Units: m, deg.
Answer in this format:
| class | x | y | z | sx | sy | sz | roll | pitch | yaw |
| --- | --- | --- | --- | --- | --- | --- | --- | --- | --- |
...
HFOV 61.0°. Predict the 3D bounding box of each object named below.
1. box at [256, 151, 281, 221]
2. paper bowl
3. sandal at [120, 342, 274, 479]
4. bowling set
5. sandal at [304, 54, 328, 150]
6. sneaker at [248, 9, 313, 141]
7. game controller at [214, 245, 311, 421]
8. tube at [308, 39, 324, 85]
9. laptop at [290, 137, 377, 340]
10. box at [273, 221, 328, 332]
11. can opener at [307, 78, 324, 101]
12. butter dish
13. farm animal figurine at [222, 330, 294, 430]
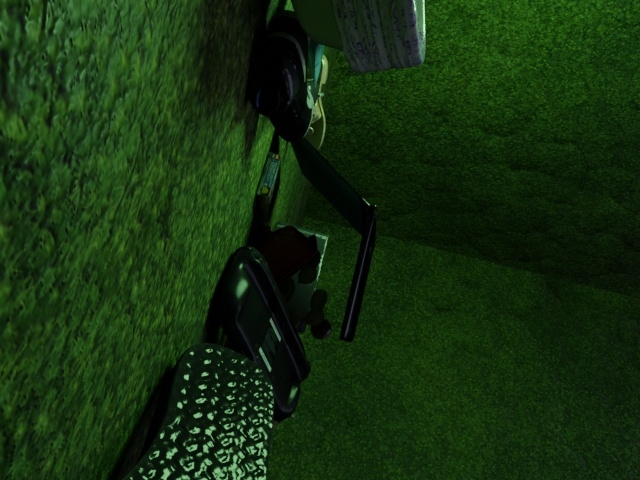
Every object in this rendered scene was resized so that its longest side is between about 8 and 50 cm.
| class | x | y | z | sx | sy | sz | roll | pitch | yaw |
| --- | --- | --- | --- | --- | --- | --- | --- | --- | --- |
| box | -0.104 | -0.106 | 1.104 | 0.137 | 0.027 | 0.094 | 105 | -1 | -72 |
| paper bowl | 0.044 | -0.349 | 0.654 | 0.284 | 0.148 | 0.284 | -2 | 90 | -75 |
| sandal | -0.130 | 0.261 | 0.507 | 0.107 | 0.168 | 0.446 | -58 | -174 | 18 |
| bowling set | -0.045 | 0.179 | 1.296 | 0.287 | 0.200 | 0.154 | -47 | -170 | 22 |
| sandal | -0.039 | -0.333 | 1.327 | 0.079 | 0.088 | 0.240 | -25 | 129 | -49 |
| sneaker | -0.061 | -0.195 | 0.763 | 0.217 | 0.079 | 0.121 | 90 | 14 | -54 |
| game controller | -0.097 | 0.168 | 0.954 | 0.166 | 0.067 | 0.319 | -62 | 141 | -47 |
| tube | -0.008 | -0.337 | 0.810 | 0.080 | 0.052 | 0.207 | 81 | 6 | -65 |
| laptop | 0.000 | 0.000 | 1.216 | 0.382 | 0.236 | 0.407 | 63 | 40 | -77 |
| box | -0.088 | 0.107 | 1.584 | 0.143 | 0.165 | 0.270 | 105 | -2 | -61 |
| can opener | -0.039 | -0.269 | 1.034 | 0.280 | 0.074 | 0.093 | -76 | 178 | -77 |
| butter dish | -0.096 | 0.019 | 1.237 | 0.160 | 0.118 | 0.160 | -36 | -164 | 8 |
| farm animal figurine | -0.132 | 0.317 | 1.173 | 0.330 | 0.172 | 0.326 | 119 | -16 | -88 |
